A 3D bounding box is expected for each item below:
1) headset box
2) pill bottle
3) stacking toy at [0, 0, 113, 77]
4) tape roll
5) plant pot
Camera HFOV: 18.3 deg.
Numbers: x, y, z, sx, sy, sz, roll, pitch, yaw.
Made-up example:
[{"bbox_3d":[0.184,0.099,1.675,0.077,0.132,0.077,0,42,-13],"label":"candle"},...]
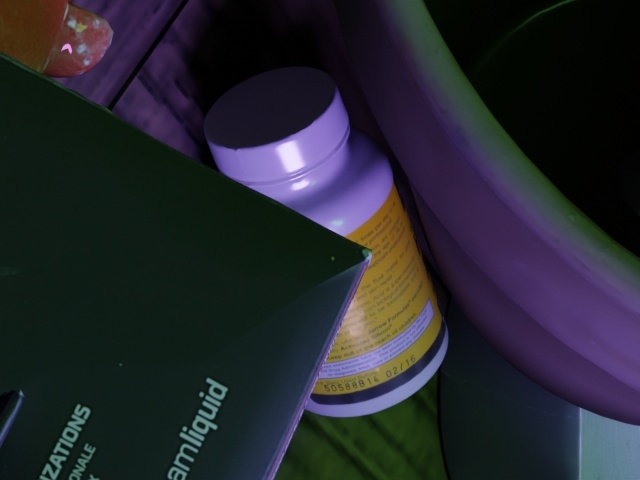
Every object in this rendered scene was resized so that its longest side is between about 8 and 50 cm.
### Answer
[{"bbox_3d":[-0.105,0.109,0.408,0.218,0.110,0.293,-65,-176,-30],"label":"headset box"},{"bbox_3d":[0.000,0.000,0.695,0.065,0.065,0.116,-46,132,-31],"label":"pill bottle"},{"bbox_3d":[-0.150,-0.148,0.369,0.309,0.130,0.280,9,88,-65],"label":"stacking toy"},{"bbox_3d":[0.147,0.047,0.875,0.219,0.072,0.219,-17,113,-47],"label":"tape roll"},{"bbox_3d":[0.145,-0.062,0.649,0.323,0.323,0.280,-58,177,-20],"label":"plant pot"}]
